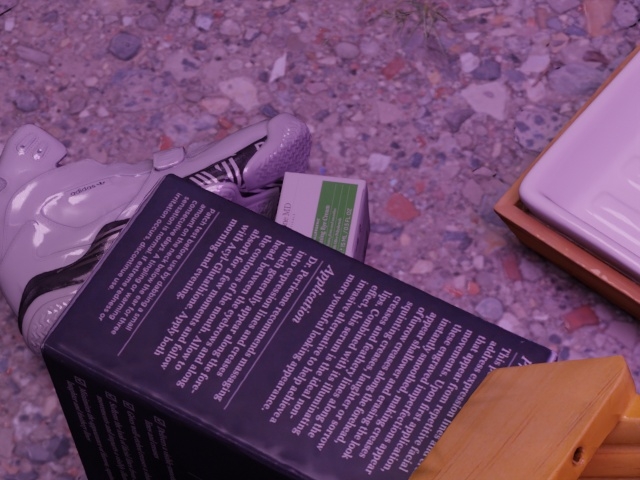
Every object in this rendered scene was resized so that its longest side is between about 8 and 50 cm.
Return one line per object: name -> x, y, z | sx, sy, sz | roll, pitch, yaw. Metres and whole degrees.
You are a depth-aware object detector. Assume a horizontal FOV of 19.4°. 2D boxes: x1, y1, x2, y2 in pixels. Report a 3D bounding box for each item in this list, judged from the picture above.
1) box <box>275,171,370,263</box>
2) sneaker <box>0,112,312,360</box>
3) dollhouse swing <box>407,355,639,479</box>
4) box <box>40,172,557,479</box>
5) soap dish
box -> 0.000, 0.000, 1.896 | 0.087, 0.102, 0.101 | 6, 60, 9
sneaker -> -0.197, -0.055, 1.917 | 0.366, 0.137, 0.210 | -38, 67, -15
dollhouse swing -> 0.264, 0.299, 1.429 | 0.305, 0.346, 0.315 | 9, 46, 40
box -> -0.013, 0.165, 1.682 | 0.395, 0.293, 0.212 | 26, 63, 17
soap dish -> 0.350, -0.056, 1.906 | 0.229, 0.118, 0.291 | 34, 66, 21
